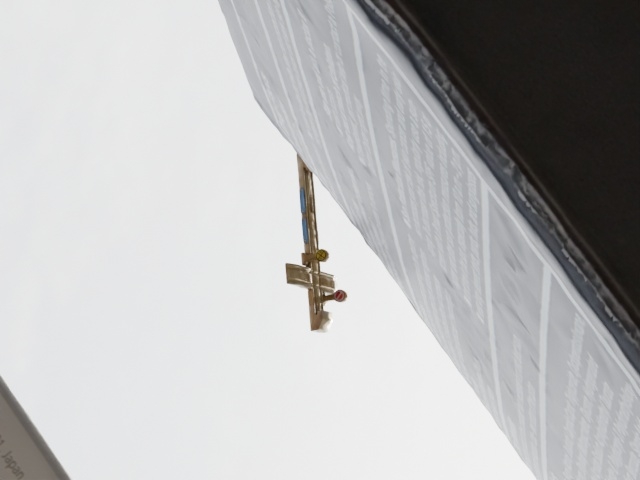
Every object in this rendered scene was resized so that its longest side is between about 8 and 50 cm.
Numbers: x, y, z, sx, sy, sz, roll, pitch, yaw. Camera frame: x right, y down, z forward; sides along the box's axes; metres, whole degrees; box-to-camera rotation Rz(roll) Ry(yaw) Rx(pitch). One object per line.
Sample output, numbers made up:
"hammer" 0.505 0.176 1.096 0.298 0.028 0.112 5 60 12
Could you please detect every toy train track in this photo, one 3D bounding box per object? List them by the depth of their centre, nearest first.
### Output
"toy train track" 0.000 0.000 0.841 0.048 0.014 0.083 17 -115 -60

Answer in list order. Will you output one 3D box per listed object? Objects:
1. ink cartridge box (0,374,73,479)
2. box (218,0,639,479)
"ink cartridge box" -0.155 0.092 0.643 0.066 0.261 0.296 -40 -66 -24
"box" 0.105 -0.044 0.561 0.182 0.296 0.294 -34 -110 -6
